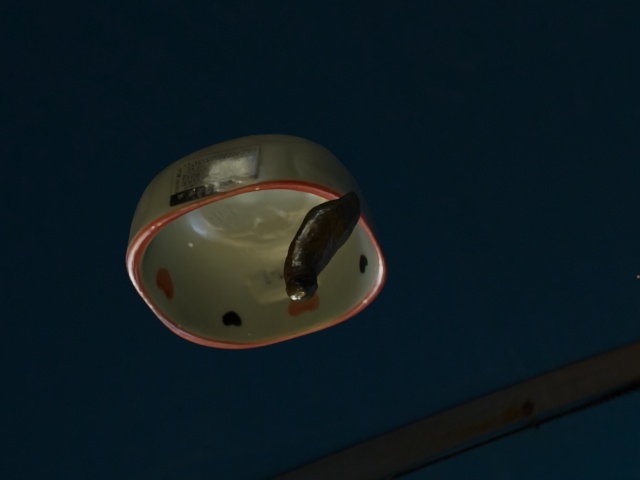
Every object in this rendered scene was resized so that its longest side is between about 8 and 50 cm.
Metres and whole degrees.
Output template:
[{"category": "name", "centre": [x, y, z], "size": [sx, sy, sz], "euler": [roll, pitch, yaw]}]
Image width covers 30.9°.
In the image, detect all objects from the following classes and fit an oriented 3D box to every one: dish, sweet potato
[{"category": "dish", "centre": [-0.064, -0.011, 1.138], "size": [0.256, 0.256, 0.117], "euler": [-20, -132, 14]}, {"category": "sweet potato", "centre": [-0.004, 0.005, 0.878], "size": [0.038, 0.153, 0.041], "euler": [35, -53, -4]}]
